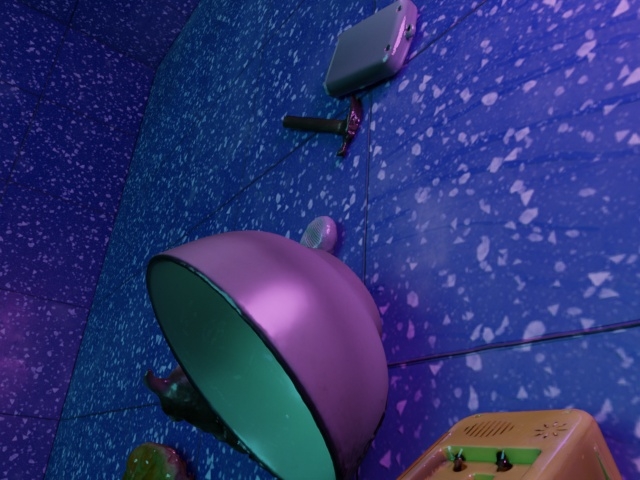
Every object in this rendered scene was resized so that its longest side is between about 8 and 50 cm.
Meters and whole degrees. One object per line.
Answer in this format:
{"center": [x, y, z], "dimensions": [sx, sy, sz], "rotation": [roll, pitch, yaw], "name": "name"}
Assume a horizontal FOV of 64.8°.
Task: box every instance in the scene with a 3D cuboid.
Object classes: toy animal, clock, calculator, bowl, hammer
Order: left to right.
{"center": [-0.166, 0.275, 0.838], "dimensions": [0.169, 0.233, 0.121], "rotation": [80, -149, -70], "name": "toy animal"}
{"center": [-0.044, 0.128, 0.646], "dimensions": [0.185, 0.354, 0.353], "rotation": [-35, 14, -33], "name": "bowl"}
{"center": [-0.008, -0.236, 1.022], "dimensions": [0.297, 0.026, 0.125], "rotation": [24, 93, 59], "name": "hammer"}
{"center": [0.085, -0.345, 0.920], "dimensions": [0.246, 0.045, 0.141], "rotation": [-1, 70, 57], "name": "calculator"}
{"center": [0.126, 0.213, 0.374], "dimensions": [0.143, 0.202, 0.096], "rotation": [-30, 83, 49], "name": "clock"}

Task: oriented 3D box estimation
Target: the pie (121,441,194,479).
{"center": [-0.355, 0.585, 1.028], "dimensions": [0.339, 0.083, 0.340], "rotation": [-32, 47, 42], "name": "pie"}

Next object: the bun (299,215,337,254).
{"center": [0.000, 0.000, 0.851], "dimensions": [0.083, 0.045, 0.083], "rotation": [-34, 44, 40], "name": "bun"}
